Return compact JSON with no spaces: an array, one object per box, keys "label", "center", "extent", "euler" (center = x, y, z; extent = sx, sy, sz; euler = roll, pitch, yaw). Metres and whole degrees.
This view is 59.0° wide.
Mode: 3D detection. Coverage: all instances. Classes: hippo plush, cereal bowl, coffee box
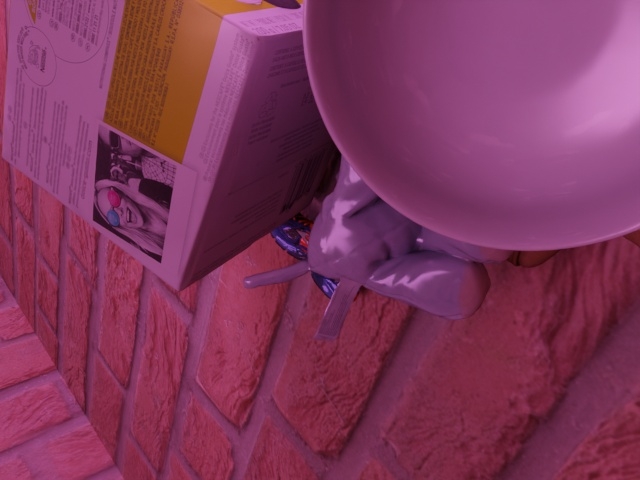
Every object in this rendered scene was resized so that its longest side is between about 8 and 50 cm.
[{"label":"hippo plush","center":[0.107,-0.026,0.697],"extent":[0.234,0.236,0.294],"euler":[35,114,5]},{"label":"cereal bowl","center":[0.162,-0.168,0.439],"extent":[0.340,0.141,0.338],"euler":[7,120,12]},{"label":"coffee box","center":[-0.168,-0.211,0.768],"extent":[0.335,0.338,0.338],"euler":[34,125,13]}]

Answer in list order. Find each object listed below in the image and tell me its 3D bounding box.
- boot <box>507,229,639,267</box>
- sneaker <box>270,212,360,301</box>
[{"label":"boot","center":[0.338,0.012,0.555],"extent":[0.270,0.089,0.236],"euler":[38,145,22]},{"label":"sneaker","center":[0.000,0.000,0.930],"extent":[0.221,0.083,0.087],"euler":[45,119,20]}]
